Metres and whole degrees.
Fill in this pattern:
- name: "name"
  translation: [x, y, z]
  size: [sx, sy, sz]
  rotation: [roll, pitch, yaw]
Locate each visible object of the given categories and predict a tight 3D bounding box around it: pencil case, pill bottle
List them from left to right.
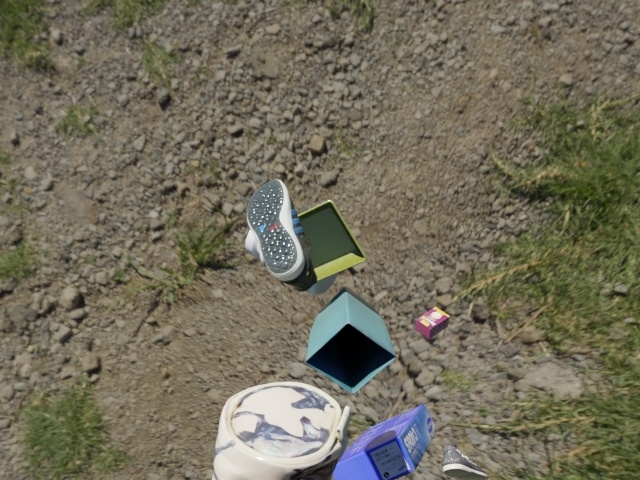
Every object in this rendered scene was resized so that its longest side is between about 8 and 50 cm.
- name: "pencil case"
  translation: [-0.061, 0.395, 0.808]
  size: [0.184, 0.160, 0.410]
  rotation: [7, 107, 2]
- name: "pill bottle"
  translation: [-0.082, 0.041, 1.768]
  size: [0.265, 0.153, 0.153]
  rotation: [27, 77, 25]

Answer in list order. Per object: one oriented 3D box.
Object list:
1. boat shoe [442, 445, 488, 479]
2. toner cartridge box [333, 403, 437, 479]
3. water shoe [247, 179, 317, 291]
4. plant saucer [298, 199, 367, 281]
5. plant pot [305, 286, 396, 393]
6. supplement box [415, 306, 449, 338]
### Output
- name: "boat shoe"
  translation: [0.365, 0.565, 1.509]
  size: [0.075, 0.206, 0.065]
  rotation: [-24, 50, 25]
- name: "toner cartridge box"
  translation: [0.153, 0.462, 1.342]
  size: [0.165, 0.348, 0.075]
  rotation: [-28, 78, 15]
- name: "water shoe"
  translation: [-0.058, -0.006, 0.898]
  size: [0.073, 0.080, 0.203]
  rotation: [-27, 45, 12]
- name: "plant saucer"
  translation: [0.000, 0.000, 1.547]
  size: [0.188, 0.045, 0.188]
  rotation: [-24, 109, 23]
- name: "plant pot"
  translation: [0.075, 0.241, 1.593]
  size: [0.165, 0.234, 0.166]
  rotation: [37, 113, -18]
- name: "supplement box"
  translation: [0.314, 0.231, 1.681]
  size: [0.083, 0.043, 0.055]
  rotation: [-27, 44, -33]
